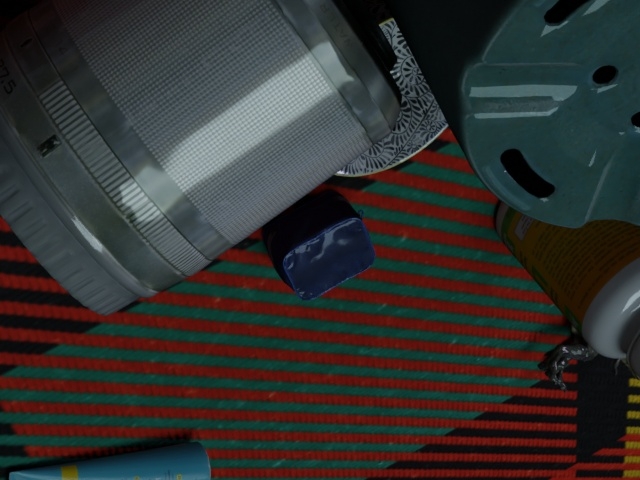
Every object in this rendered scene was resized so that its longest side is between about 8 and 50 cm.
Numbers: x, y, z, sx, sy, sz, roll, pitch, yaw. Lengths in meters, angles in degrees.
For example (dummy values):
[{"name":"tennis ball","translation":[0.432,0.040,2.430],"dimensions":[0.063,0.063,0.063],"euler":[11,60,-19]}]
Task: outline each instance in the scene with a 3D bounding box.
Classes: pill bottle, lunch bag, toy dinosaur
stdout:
[{"name":"pill bottle","translation":[0.296,0.031,1.532],"dimensions":[0.136,0.246,0.136],"euler":[-22,142,-19]},{"name":"lunch bag","translation":[0.000,0.000,1.410],"dimensions":[0.098,0.065,0.067],"euler":[-28,128,-10]},{"name":"toy dinosaur","translation":[0.313,0.123,1.814],"dimensions":[0.118,0.064,0.268],"euler":[-46,141,3]}]

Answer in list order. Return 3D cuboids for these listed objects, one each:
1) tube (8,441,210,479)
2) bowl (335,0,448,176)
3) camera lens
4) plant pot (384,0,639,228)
[{"name":"tube","translation":[-0.214,0.243,1.526],"dimensions":[0.207,0.052,0.080],"euler":[-6,125,-26]},{"name":"bowl","translation":[0.041,-0.142,1.268],"dimensions":[0.170,0.080,0.170],"euler":[-22,141,-19]},{"name":"camera lens","translation":[-0.097,-0.104,1.073],"dimensions":[0.274,0.219,0.219],"euler":[-36,144,3]},{"name":"plant pot","translation":[0.174,-0.209,1.013],"dimensions":[0.341,0.334,0.341],"euler":[-9,138,-8]}]
